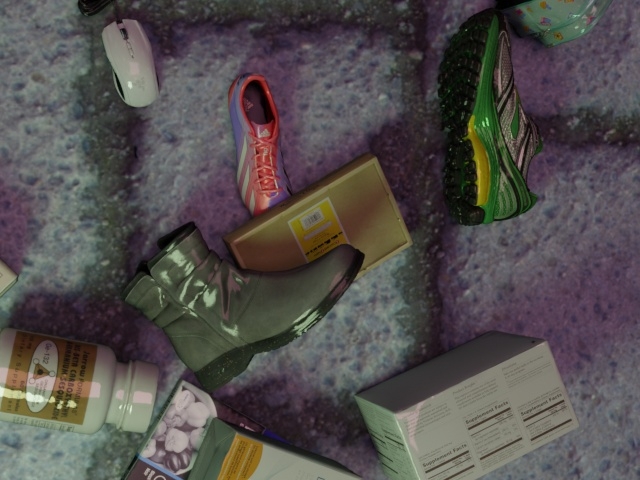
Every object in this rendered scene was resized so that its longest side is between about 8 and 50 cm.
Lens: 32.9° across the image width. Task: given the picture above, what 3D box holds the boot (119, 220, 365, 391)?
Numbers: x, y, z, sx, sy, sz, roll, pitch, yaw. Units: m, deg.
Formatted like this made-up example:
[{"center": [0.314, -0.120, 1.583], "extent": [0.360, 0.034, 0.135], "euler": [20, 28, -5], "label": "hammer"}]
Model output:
[{"center": [-0.122, 0.056, 1.556], "extent": [0.338, 0.118, 0.223], "euler": [-37, 100, 19], "label": "boot"}]

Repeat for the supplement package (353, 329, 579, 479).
[{"center": [0.217, 0.259, 1.657], "extent": [0.261, 0.204, 0.145], "euler": [-23, 95, -14], "label": "supplement package"}]

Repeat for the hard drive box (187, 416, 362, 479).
[{"center": [-0.081, 0.388, 1.604], "extent": [0.232, 0.089, 0.181], "euler": [25, 84, -29], "label": "hard drive box"}]

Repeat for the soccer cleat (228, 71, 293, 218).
[{"center": [-0.089, -0.133, 1.649], "extent": [0.083, 0.095, 0.248], "euler": [-11, 90, -15], "label": "soccer cleat"}]

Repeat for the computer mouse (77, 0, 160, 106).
[{"center": [-0.289, -0.297, 1.631], "extent": [0.106, 0.042, 0.193], "euler": [-20, 93, -15], "label": "computer mouse"}]

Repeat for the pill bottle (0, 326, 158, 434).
[{"center": [-0.354, 0.207, 1.549], "extent": [0.229, 0.131, 0.131], "euler": [12, 85, -14], "label": "pill bottle"}]

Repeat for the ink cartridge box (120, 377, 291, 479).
[{"center": [-0.174, 0.348, 1.636], "extent": [0.208, 0.045, 0.206], "euler": [32, 80, -13], "label": "ink cartridge box"}]

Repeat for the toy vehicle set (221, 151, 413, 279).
[{"center": [0.000, 0.000, 1.668], "extent": [0.266, 0.035, 0.166], "euler": [-31, 117, -13], "label": "toy vehicle set"}]

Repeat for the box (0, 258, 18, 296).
[{"center": [-0.580, -0.007, 1.504], "extent": [0.148, 0.121, 0.311], "euler": [-45, 99, -12], "label": "box"}]

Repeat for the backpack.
[{"center": [0.388, -0.404, 1.735], "extent": [0.144, 0.188, 0.166], "euler": [39, 79, -10], "label": "backpack"}]

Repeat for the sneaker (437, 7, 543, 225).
[{"center": [0.277, -0.199, 1.744], "extent": [0.146, 0.134, 0.344], "euler": [-4, 98, -21], "label": "sneaker"}]
